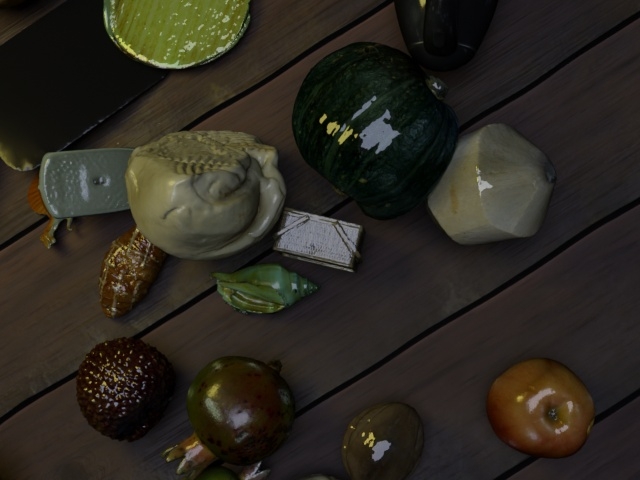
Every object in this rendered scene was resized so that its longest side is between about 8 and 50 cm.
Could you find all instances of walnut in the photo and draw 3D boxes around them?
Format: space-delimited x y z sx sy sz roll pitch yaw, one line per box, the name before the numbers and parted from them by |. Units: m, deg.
walnut | 0.110 0.357 1.479 0.140 0.140 0.162 18 81 7

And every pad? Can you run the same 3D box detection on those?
pad | -0.472 -0.285 1.645 0.375 0.063 0.315 -38 81 -11

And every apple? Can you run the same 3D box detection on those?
apple | 0.375 0.283 1.442 0.199 0.199 0.199 0 85 5

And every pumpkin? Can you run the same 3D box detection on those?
pumpkin | 0.076 -0.208 1.444 0.263 0.197 0.293 -45 51 16

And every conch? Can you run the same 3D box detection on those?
conch | -0.100 0.089 1.557 0.201 0.079 0.095 -9 97 21

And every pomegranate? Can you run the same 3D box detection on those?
pomegranate | -0.169 0.445 1.510 0.129 0.129 0.159 23 63 7
pomegranate | -0.165 0.301 1.475 0.246 0.198 0.198 -14 83 -14

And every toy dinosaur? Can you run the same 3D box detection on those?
toy dinosaur | -0.519 -0.102 1.631 0.142 0.057 0.212 -45 62 17

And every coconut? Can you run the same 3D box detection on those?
coconut | 0.297 -0.093 1.456 0.222 0.202 0.202 -19 81 43

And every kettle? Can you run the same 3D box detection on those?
kettle | 0.214 -0.447 1.480 0.207 0.268 0.290 5 86 11

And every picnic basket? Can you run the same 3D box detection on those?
picnic basket | 0.000 0.000 1.534 0.164 0.115 0.079 13 84 6

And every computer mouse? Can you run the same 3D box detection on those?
computer mouse | -0.403 -0.109 1.575 0.231 0.079 0.128 -5 90 -23

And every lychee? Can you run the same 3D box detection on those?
lychee | -0.352 0.258 1.516 0.188 0.188 0.188 0 85 5

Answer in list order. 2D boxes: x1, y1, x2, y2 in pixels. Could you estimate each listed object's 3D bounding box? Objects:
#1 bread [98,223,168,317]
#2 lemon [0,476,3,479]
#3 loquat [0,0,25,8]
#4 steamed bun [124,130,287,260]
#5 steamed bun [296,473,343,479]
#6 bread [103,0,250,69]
bread | -0.349 0.039 1.584 0.105 0.076 0.233 31 87 5
lemon | -0.676 0.502 1.486 0.267 0.267 0.267 0 85 5
loquat | -0.610 -0.550 1.585 0.235 0.235 0.235 0 85 5
steamed bun | -0.198 -0.065 1.478 0.276 0.289 0.203 -5 114 -19
steamed bun | 0.026 0.586 1.411 0.368 0.255 0.342 17 84 5
bread | -0.273 -0.468 1.636 0.301 0.045 0.301 0 84 3
